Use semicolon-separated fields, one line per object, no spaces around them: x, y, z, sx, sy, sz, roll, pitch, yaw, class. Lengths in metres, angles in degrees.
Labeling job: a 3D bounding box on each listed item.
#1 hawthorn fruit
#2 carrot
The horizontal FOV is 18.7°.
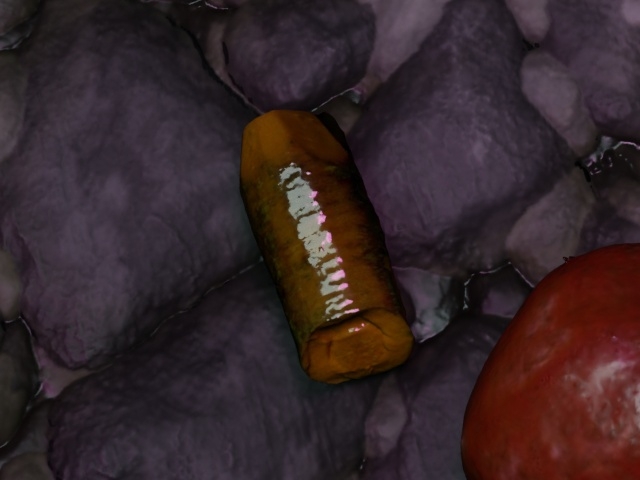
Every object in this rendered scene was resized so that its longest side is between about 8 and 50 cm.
0.161;0.110;1.099;0.202;0.185;0.185;-38;68;7;hawthorn fruit
0.000;0.000;1.222;0.082;0.082;0.173;-24;66;8;carrot
